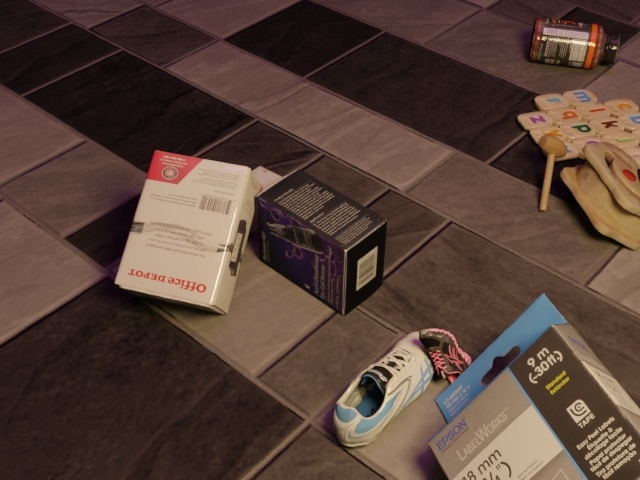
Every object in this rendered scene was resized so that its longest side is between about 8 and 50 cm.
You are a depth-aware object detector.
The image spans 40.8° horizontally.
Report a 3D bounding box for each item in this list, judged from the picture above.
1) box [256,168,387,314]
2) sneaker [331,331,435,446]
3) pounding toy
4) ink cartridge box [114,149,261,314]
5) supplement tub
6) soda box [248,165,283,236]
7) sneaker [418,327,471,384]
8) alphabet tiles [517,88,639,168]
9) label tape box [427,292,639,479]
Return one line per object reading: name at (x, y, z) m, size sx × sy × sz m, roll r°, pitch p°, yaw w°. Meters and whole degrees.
box at (0.000, 0.000, 1.455) m, size 0.207 × 0.153 × 0.108 m, roll 31°, pitch 50°, yaw 31°
sneaker at (0.102, 0.207, 1.273) m, size 0.085 × 0.086 × 0.237 m, roll 24°, pitch 45°, yaw 26°
pounding toy at (0.519, -0.086, 1.625) m, size 0.154 × 0.155 × 0.270 m, roll 9°, pitch 43°, yaw -35°
ink cartridge box at (-0.215, -0.011, 1.422) m, size 0.171 × 0.100 × 0.237 m, roll 11°, pitch 76°, yaw 11°
supplement tub at (0.596, -0.461, 2.025) m, size 0.197 × 0.106 × 0.106 m, roll 9°, pitch 42°, yaw 9°
soda box at (-0.154, -0.050, 1.571) m, size 0.074 × 0.069 × 0.216 m, roll 29°, pitch 48°, yaw 28°
sneaker at (0.186, 0.178, 1.297) m, size 0.047 × 0.119 × 0.057 m, roll -15°, pitch 43°, yaw 41°
alphabet tiles at (0.575, -0.234, 1.828) m, size 0.277 × 0.021 × 0.284 m, roll -11°, pitch 43°, yaw -13°
label tape box at (0.269, 0.241, 1.114) m, size 0.106 × 0.241 × 0.334 m, roll 27°, pitch 22°, yaw -40°
